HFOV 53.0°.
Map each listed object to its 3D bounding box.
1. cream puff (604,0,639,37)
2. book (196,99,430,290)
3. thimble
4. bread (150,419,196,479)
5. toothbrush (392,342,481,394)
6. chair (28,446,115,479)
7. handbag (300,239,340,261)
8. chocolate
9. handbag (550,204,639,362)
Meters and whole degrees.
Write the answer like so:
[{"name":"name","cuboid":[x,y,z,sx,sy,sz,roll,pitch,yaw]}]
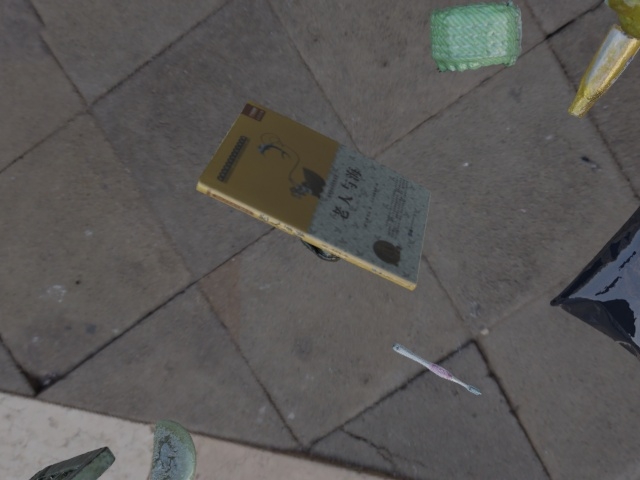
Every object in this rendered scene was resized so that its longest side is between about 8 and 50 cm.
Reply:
[{"name":"cream puff","cuboid":[0.331,-0.241,0.550,0.146,0.116,0.146,0,94,6]},{"name":"book","cuboid":[0.008,-0.086,1.104,0.388,0.269,0.032,25,132,-6]},{"name":"thimble","cuboid":[0.375,-0.495,1.557,0.218,0.219,0.150,-5,111,4]},{"name":"bread","cuboid":[-0.321,0.487,1.396,0.112,0.036,0.193,-11,66,26]},{"name":"toothbrush","cuboid":[0.226,0.251,1.247,0.204,0.022,0.017,30,80,-8]},{"name":"chair","cuboid":[-0.259,0.308,0.493,0.136,0.270,0.147,-27,93,36]},{"name":"handbag","cuboid":[0.000,0.000,1.254,0.111,0.047,0.072,36,62,13]},{"name":"chocolate","cuboid":[0.651,-0.386,1.491,0.085,0.086,0.219,26,125,1]},{"name":"handbag","cuboid":[0.506,0.069,0.949,0.211,0.088,0.254,38,119,12]}]
